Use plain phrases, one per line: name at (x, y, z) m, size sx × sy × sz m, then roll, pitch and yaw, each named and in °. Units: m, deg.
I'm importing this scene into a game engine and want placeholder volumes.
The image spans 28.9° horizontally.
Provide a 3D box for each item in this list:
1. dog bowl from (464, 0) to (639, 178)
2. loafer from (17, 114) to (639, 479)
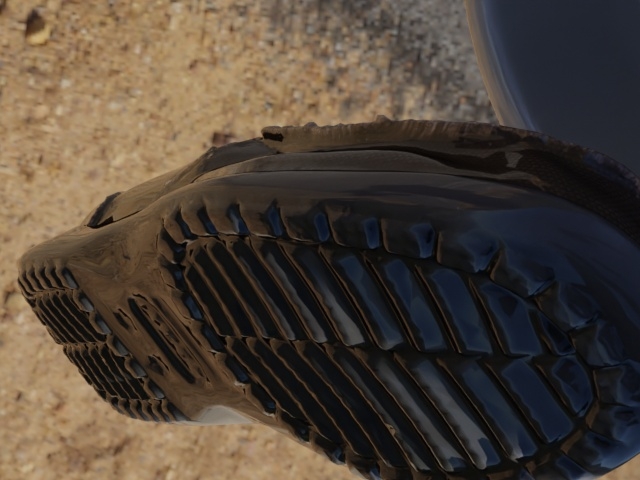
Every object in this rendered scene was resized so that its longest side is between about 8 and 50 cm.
dog bowl at (0.185, -0.117, 0.435) m, size 0.102 × 0.349 × 0.348 m, roll -11°, pitch 112°, yaw -34°
loafer at (0.000, 0.000, 0.489) m, size 0.130 × 0.366 × 0.133 m, roll -44°, pitch 115°, yaw -28°
